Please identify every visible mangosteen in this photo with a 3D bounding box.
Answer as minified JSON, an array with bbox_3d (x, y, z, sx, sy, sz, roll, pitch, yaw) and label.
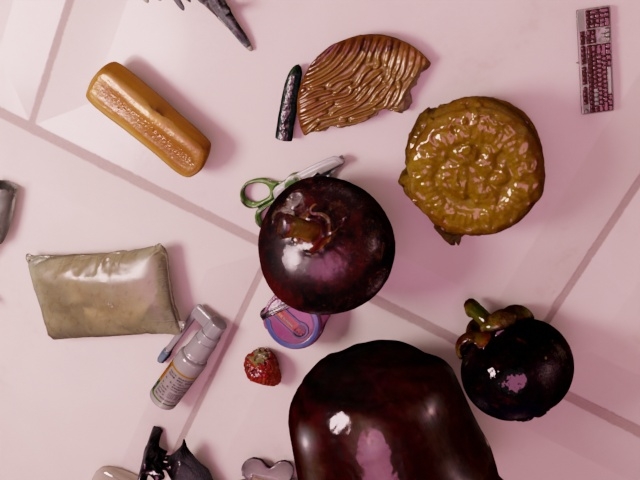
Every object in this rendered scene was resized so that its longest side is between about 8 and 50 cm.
[{"bbox_3d":[0.326,0.196,1.399,0.194,0.194,0.230,-28,81,19],"label":"mangosteen"},{"bbox_3d":[0.000,0.000,1.318,0.236,0.261,0.235,-4,76,16],"label":"mangosteen"}]

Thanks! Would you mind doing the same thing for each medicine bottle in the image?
[{"bbox_3d":[-0.265,0.226,1.581,0.092,0.061,0.220,43,112,14],"label":"medicine bottle"}]

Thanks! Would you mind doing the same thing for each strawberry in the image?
[{"bbox_3d":[-0.108,0.250,1.554,0.073,0.073,0.083,-15,124,16],"label":"strawberry"}]

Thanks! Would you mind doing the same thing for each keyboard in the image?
[{"bbox_3d":[0.432,-0.282,1.280,0.055,0.017,0.165,-5,109,12],"label":"keyboard"}]

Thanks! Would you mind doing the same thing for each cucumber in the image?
[{"bbox_3d":[-0.053,-0.235,1.380,0.032,0.032,0.133,13,113,5],"label":"cucumber"}]

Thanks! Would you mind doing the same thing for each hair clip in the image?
[{"bbox_3d":[-0.052,0.522,1.646,0.257,0.075,0.146,18,110,10],"label":"hair clip"}]

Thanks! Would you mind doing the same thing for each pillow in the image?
[{"bbox_3d":[-0.409,0.101,1.549,0.303,0.075,0.184,-4,107,15],"label":"pillow"}]

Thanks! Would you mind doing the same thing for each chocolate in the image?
[{"bbox_3d":[0.104,0.342,1.424,0.384,0.384,0.331,-19,89,16],"label":"chocolate"}]

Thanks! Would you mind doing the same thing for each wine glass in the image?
[{"bbox_3d":[-0.636,-0.002,1.558,0.074,0.074,0.262,23,111,1],"label":"wine glass"}]

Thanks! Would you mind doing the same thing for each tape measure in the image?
[{"bbox_3d":[-0.042,0.135,1.495,0.118,0.074,0.125,43,107,-1],"label":"tape measure"}]

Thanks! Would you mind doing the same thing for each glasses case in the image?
[{"bbox_3d":[-0.390,0.545,1.722,0.204,0.051,0.081,28,112,0],"label":"glasses case"}]

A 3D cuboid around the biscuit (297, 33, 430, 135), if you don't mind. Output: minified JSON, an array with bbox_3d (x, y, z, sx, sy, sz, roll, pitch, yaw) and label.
[{"bbox_3d":[0.060,-0.247,1.346,0.176,0.031,0.228,35,112,-10],"label":"biscuit"}]

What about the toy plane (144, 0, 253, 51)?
[{"bbox_3d":[-0.188,-0.416,1.311,0.192,0.088,0.262,-42,103,-6],"label":"toy plane"}]

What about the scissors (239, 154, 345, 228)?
[{"bbox_3d":[-0.045,-0.098,1.433,0.204,0.027,0.101,-30,105,21],"label":"scissors"}]

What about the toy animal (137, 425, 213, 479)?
[{"bbox_3d":[-0.263,0.467,1.658,0.210,0.121,0.117,31,108,-18],"label":"toy animal"}]

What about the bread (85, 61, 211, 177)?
[{"bbox_3d":[-0.292,-0.209,1.412,0.239,0.074,0.092,40,117,-6],"label":"bread"}]

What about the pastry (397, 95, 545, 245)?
[{"bbox_3d":[0.244,-0.118,1.315,0.235,0.132,0.240,-31,101,18],"label":"pastry"}]
